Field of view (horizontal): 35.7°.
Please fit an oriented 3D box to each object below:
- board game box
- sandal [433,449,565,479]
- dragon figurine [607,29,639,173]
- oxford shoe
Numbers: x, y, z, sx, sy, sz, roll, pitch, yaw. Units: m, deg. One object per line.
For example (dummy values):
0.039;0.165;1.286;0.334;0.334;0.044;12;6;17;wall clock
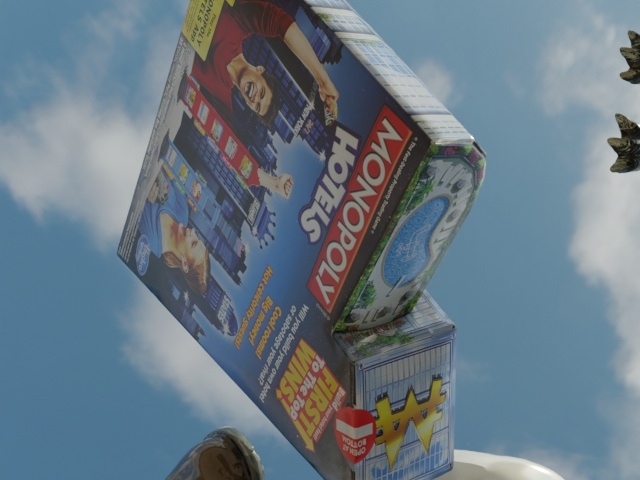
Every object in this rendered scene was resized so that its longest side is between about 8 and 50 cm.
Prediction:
0.000;0.000;0.416;0.060;0.194;0.194;-13;-127;-38;board game box
0.092;0.238;0.595;0.169;0.416;0.102;-1;-124;24;sandal
0.241;-0.057;0.479;0.144;0.289;0.085;4;-101;48;dragon figurine
-0.105;0.207;0.606;0.083;0.096;0.227;47;-61;35;oxford shoe
